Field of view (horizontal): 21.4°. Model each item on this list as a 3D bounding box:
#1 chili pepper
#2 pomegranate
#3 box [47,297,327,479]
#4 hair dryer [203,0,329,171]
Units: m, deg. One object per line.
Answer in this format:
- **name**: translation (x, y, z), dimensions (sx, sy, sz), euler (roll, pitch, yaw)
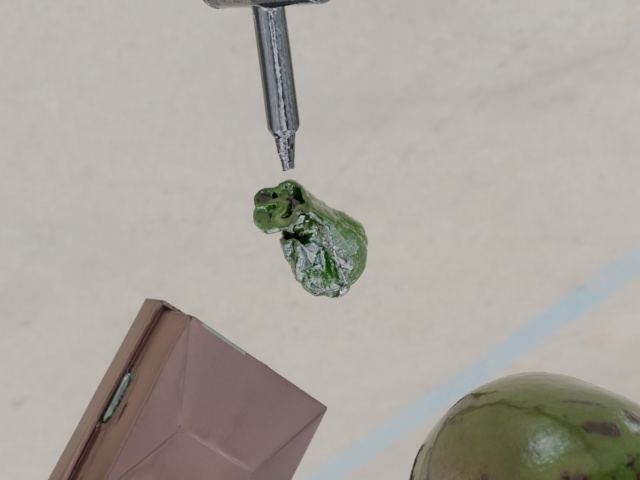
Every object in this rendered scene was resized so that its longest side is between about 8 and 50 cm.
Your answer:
- **chili pepper**: translation (-0.002, 0.000, 1.870), dimensions (0.099, 0.083, 0.253), euler (-2, 160, 14)
- **pomegranate**: translation (0.142, 0.166, 0.958), dimensions (0.179, 0.179, 0.210), euler (-30, 149, 33)
- **box**: translation (-0.123, 0.198, 1.667), dimensions (0.215, 0.215, 0.086), euler (38, 161, -34)
- **hair dryer**: translation (-0.028, -0.152, 1.465), dimensions (0.050, 0.194, 0.173), euler (-22, -165, -27)
